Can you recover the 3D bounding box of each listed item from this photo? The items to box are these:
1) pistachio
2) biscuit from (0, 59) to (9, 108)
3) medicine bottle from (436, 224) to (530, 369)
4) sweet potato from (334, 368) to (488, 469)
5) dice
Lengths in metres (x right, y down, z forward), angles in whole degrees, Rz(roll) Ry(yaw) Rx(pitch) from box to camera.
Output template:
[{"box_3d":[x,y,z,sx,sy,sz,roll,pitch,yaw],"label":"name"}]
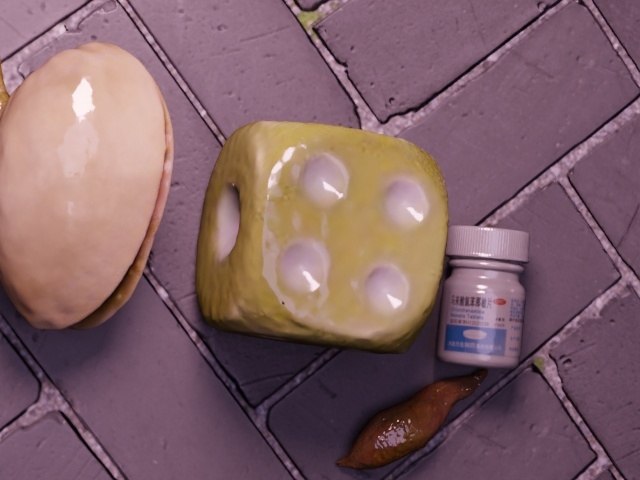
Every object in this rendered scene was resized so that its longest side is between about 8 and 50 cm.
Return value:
[{"box_3d":[-0.263,-0.058,1.776,0.214,0.193,0.318,5,94,21],"label":"pistachio"},{"box_3d":[-0.393,-0.169,1.826,0.081,0.018,0.083,-13,93,-18],"label":"biscuit"},{"box_3d":[0.197,0.069,1.967,0.105,0.105,0.168,6,87,-18],"label":"medicine bottle"},{"box_3d":[0.119,0.214,1.960,0.226,0.068,0.068,-31,98,-17],"label":"sweet potato"},{"box_3d":[0.000,0.000,1.844,0.233,0.227,0.238,9,85,-19],"label":"dice"}]
